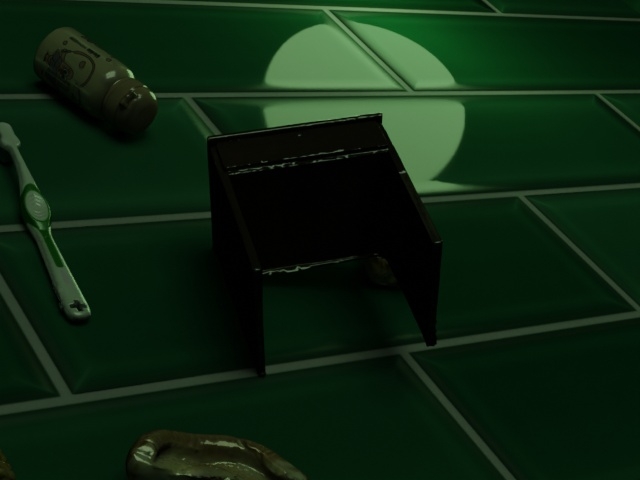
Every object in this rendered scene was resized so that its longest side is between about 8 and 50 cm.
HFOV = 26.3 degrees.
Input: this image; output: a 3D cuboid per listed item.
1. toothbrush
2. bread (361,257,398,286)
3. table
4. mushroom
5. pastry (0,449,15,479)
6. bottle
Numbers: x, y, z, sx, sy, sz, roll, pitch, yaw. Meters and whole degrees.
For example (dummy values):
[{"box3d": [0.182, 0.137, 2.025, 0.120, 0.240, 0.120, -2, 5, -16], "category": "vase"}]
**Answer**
[{"box3d": [-0.380, -0.034, 1.842, 0.042, 0.040, 0.418, 2, 36, -32], "category": "toothbrush"}, {"box3d": [0.115, 0.004, 2.003, 0.082, 0.125, 0.106, 19, 35, -39], "category": "bread"}, {"box3d": [0.000, 0.000, 1.808, 0.250, 0.196, 0.282, -8, 39, -12], "category": "table"}, {"box3d": [-0.121, 0.255, 1.513, 0.210, 0.072, 0.094, 11, 34, -23], "category": "mushroom"}, {"box3d": [-0.384, 0.220, 1.360, 0.102, 0.154, 0.250, -31, 55, -30], "category": "pastry"}, {"box3d": [-0.344, -0.241, 2.143, 0.209, 0.097, 0.110, 37, -9, 22], "category": "bottle"}]
